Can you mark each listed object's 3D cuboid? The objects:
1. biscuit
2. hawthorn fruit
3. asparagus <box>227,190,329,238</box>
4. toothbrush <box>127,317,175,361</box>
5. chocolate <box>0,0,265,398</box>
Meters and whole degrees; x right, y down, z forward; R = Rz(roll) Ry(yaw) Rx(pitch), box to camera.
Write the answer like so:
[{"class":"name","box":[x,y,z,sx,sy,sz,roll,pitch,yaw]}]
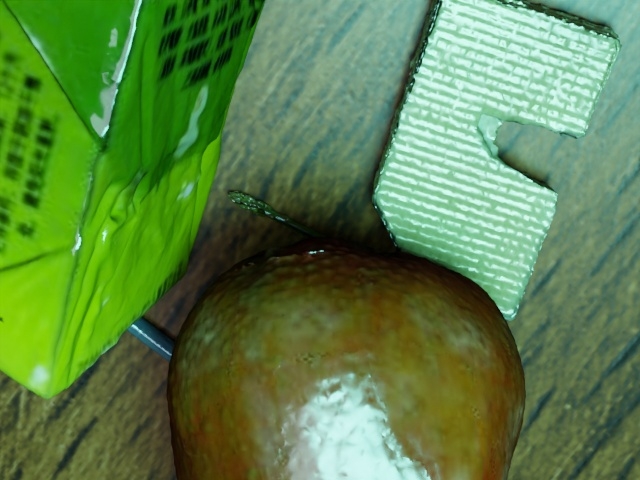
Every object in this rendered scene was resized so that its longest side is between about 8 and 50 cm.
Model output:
[{"class":"biscuit","box":[0.125,-0.069,1.440,0.147,0.046,0.250,15,109,-5]},{"class":"hawthorn fruit","box":[0.019,0.150,1.394,0.295,0.295,0.311,-8,94,5]},{"class":"asparagus","box":[0.000,0.000,1.487,0.166,0.013,0.016,29,97,-9]},{"class":"toothbrush","box":[-0.071,0.128,1.532,0.275,0.019,0.025,35,115,-11]},{"class":"chocolate","box":[-0.159,-0.081,1.319,0.137,0.301,0.289,20,110,9]}]
